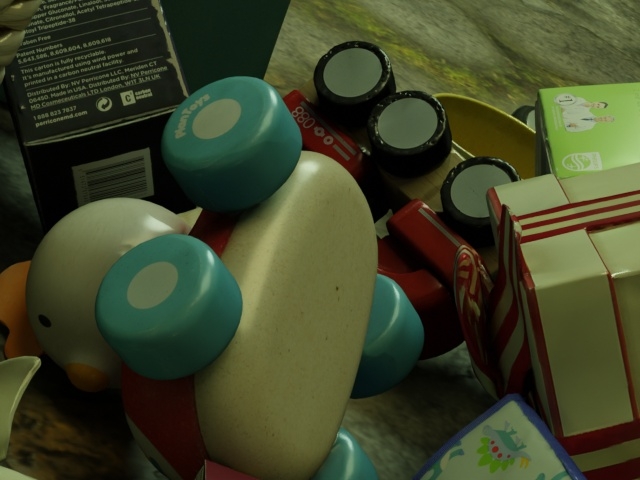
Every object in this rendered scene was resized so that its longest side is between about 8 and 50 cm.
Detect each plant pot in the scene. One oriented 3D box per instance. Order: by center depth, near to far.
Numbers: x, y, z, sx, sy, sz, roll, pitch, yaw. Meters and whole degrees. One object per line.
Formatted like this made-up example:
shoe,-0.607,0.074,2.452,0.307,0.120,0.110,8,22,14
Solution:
plant pot,-0.173,-0.185,1.430,0.234,0.165,0.165,3,34,-29
plant pot,0.125,-0.045,1.535,0.134,0.095,0.134,22,25,-11

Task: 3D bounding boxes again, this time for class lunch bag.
lunch bag,0.101,0.179,1.017,0.096,0.151,0.129,9,30,-35

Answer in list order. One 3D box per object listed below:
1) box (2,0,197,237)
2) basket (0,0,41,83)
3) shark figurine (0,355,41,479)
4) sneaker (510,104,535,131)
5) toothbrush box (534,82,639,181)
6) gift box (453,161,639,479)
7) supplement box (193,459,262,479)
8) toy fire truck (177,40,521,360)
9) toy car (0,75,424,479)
box,-0.158,-0.126,1.218,0.108,0.153,0.207,-15,68,-8
basket,-0.379,-0.173,1.060,0.331,0.266,0.328,42,28,25
shark figurine,-0.120,0.172,0.877,0.278,0.116,0.166,27,57,17
sneaker,0.277,-0.046,1.685,0.100,0.108,0.271,-6,40,-48
toothbrush box,0.297,0.000,1.316,0.283,0.206,0.122,-3,36,1
gift box,0.221,0.074,1.110,0.258,0.255,0.276,-13,11,4
supplement box,-0.053,0.163,0.967,0.055,0.083,0.043,23,26,-14
toy fire truck,0.000,0.000,1.308,0.217,0.246,0.158,45,-12,29
toy car,-0.098,0.049,1.080,0.219,0.238,0.210,55,42,-43
